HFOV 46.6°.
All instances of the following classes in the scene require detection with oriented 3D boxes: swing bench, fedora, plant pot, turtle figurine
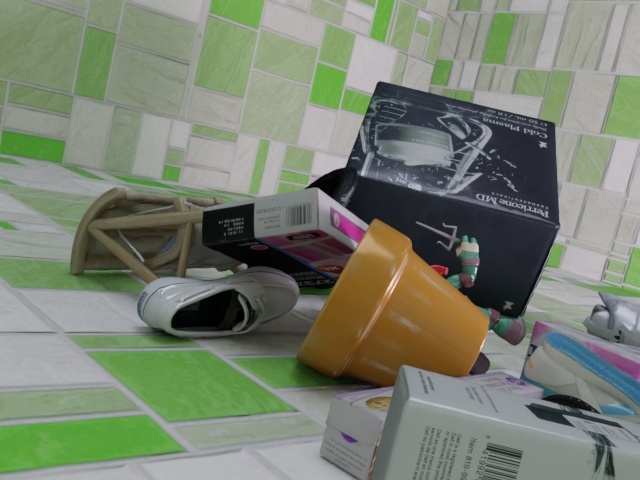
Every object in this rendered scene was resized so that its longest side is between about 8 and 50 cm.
[{"bbox_3d":[-0.215,0.004,1.203,0.254,0.165,0.253,17,8,29],"label":"swing bench"},{"bbox_3d":[0.000,0.000,1.512,0.152,0.334,0.334,46,-1,-14],"label":"fedora"},{"bbox_3d":[0.100,0.106,0.938,0.187,0.205,0.205,29,9,4],"label":"plant pot"},{"bbox_3d":[0.179,0.092,1.074,0.234,0.175,0.118,41,34,-16],"label":"turtle figurine"}]

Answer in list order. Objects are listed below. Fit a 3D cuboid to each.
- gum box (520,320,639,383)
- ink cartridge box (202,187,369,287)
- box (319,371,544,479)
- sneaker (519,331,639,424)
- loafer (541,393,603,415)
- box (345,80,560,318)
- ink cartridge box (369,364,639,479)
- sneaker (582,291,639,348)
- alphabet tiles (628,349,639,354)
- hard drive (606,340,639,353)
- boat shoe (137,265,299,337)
[{"bbox_3d":[0.376,0.192,1.034,0.062,0.107,0.188,8,9,-34],"label":"gum box"},{"bbox_3d":[-0.004,0.015,1.124,0.175,0.069,0.371,-8,-16,24],"label":"ink cartridge box"},{"bbox_3d":[0.131,0.189,0.792,0.067,0.063,0.324,21,11,42],"label":"box"},{"bbox_3d":[0.357,0.215,0.924,0.228,0.092,0.087,37,22,17],"label":"sneaker"},{"bbox_3d":[0.299,0.234,0.775,0.078,0.080,0.220,46,-10,-27],"label":"loafer"},{"bbox_3d":[0.302,-0.116,1.816,0.479,0.298,0.472,14,40,5],"label":"box"},{"bbox_3d":[0.136,0.184,0.483,0.208,0.153,0.087,14,6,2],"label":"ink cartridge box"},{"bbox_3d":[0.680,0.181,1.547,0.210,0.138,0.365,21,13,30],"label":"sneaker"},{"bbox_3d":[0.534,0.203,1.136,0.237,0.009,0.198,13,7,6],"label":"alphabet tiles"},{"bbox_3d":[0.570,0.242,1.188,0.236,0.064,0.339,14,8,8],"label":"hard drive"},{"bbox_3d":[-0.120,0.095,1.020,0.258,0.095,0.084,-7,23,-41],"label":"boat shoe"}]
